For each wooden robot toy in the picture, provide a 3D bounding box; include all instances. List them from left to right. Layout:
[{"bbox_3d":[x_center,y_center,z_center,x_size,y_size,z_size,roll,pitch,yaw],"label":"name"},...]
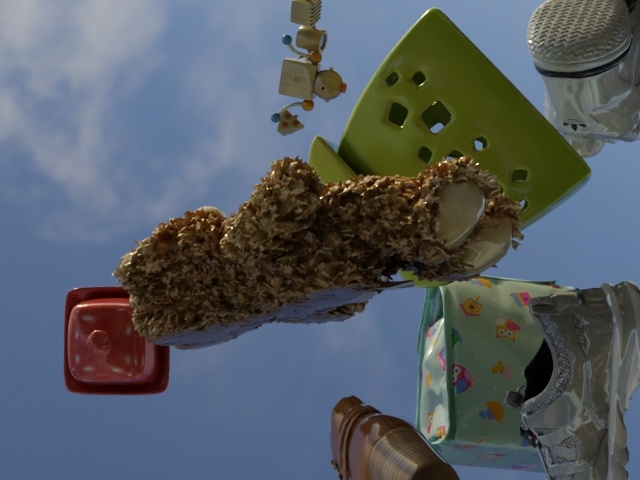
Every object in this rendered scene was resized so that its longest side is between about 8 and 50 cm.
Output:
[{"bbox_3d":[-0.002,-0.194,1.461,0.079,0.173,0.076,16,-159,17],"label":"wooden robot toy"}]

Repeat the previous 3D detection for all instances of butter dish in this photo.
[{"bbox_3d":[-0.304,0.146,1.818,0.118,0.160,0.159,17,-108,-84],"label":"butter dish"}]

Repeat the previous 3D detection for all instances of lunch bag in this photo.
[{"bbox_3d":[0.248,0.171,1.720,0.224,0.160,0.262,6,-115,-10],"label":"lunch bag"}]

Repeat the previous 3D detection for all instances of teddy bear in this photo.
[{"bbox_3d":[0.000,0.000,1.052,0.245,0.338,0.113,11,-115,-52],"label":"teddy bear"}]

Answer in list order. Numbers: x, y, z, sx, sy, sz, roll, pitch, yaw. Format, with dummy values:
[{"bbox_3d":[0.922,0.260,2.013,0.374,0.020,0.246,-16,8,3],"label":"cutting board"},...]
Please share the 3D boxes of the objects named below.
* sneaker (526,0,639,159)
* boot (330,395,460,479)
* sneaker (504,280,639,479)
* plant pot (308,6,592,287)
[{"bbox_3d":[0.369,-0.258,1.604,0.137,0.210,0.366,12,-135,29],"label":"sneaker"},{"bbox_3d":[0.059,0.215,0.914,0.073,0.197,0.152,-9,-165,-20],"label":"boot"},{"bbox_3d":[0.225,0.162,1.181,0.115,0.281,0.105,3,-158,-1],"label":"sneaker"},{"bbox_3d":[0.123,-0.077,1.304,0.228,0.207,0.227,48,-173,6],"label":"plant pot"}]
